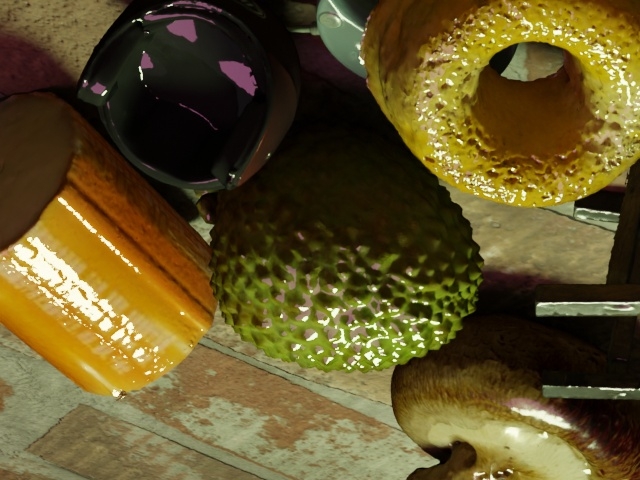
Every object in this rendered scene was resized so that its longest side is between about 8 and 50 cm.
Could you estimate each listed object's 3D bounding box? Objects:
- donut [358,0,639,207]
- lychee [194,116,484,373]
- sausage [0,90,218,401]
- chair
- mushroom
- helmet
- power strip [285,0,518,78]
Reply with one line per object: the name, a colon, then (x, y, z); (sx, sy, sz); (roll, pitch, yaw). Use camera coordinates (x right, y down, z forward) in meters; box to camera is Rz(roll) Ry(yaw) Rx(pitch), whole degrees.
donut: (0.179, -0.144, 1.368); (0.277, 0.108, 0.278); (-4, 128, -5)
lychee: (0.010, 0.003, 1.618); (0.319, 0.270, 0.270); (0, 147, 17)
sausage: (-0.280, 0.007, 1.778); (0.233, 0.233, 0.287); (-6, 144, 31)
chair: (0.428, 0.030, 1.492); (0.416, 0.241, 0.203); (7, 147, 15)
mushroom: (0.248, 0.212, 1.928); (0.345, 0.239, 0.345); (-5, 160, -2)
helmet: (-0.115, -0.143, 1.483); (0.189, 0.193, 0.216); (31, 136, 0)
power strip: (0.074, -0.191, 1.471); (0.216, 0.044, 0.137); (11, 151, 5)
